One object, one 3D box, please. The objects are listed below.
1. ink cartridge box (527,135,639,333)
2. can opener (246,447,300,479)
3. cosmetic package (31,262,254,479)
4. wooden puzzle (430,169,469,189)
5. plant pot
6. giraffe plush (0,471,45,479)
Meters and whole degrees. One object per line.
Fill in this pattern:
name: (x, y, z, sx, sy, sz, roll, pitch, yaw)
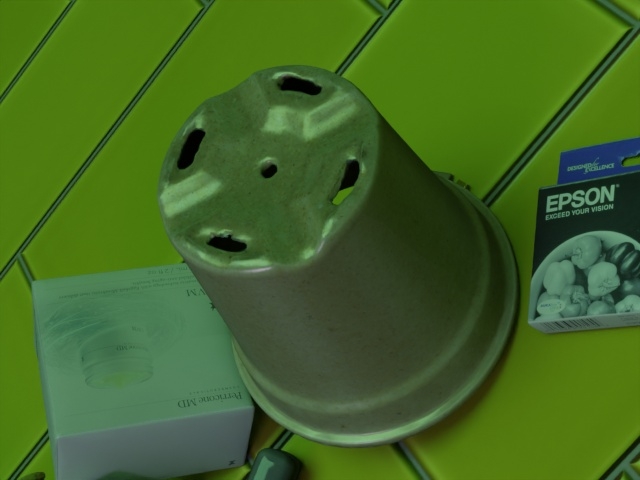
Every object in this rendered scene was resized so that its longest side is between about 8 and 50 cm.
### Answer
ink cartridge box: (0.309, -0.019, 1.176, 0.206, 0.045, 0.208, -10, 62, 40)
can opener: (-0.071, 0.377, 1.326, 0.095, 0.076, 0.284, 19, 82, 13)
cosmetic package: (-0.216, 0.158, 1.418, 0.138, 0.224, 0.225, 103, 154, -49)
wooden puzzle: (0.116, -0.049, 1.388, 0.116, 0.014, 0.079, 22, 82, 46)
plant pot: (0.000, 0.000, 1.196, 0.333, 0.305, 0.334, -11, 59, 19)
giraffe plush: (-0.357, 0.395, 1.514, 0.210, 0.181, 0.171, -1, 90, 31)
